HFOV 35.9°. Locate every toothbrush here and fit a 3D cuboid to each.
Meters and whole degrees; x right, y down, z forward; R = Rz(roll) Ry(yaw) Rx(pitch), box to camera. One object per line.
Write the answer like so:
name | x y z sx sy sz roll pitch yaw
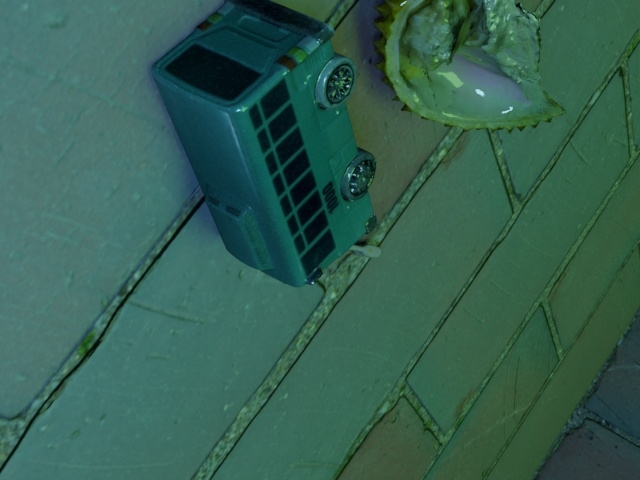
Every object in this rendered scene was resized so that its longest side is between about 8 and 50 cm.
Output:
toothbrush | 0.000 0.000 1.138 0.257 0.024 0.018 12 84 -58

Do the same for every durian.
durian | 0.151 -0.221 1.040 0.172 0.166 0.306 -46 146 -19

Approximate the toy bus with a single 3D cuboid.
toy bus | -0.044 -0.080 0.906 0.147 0.128 0.256 -44 143 -23
